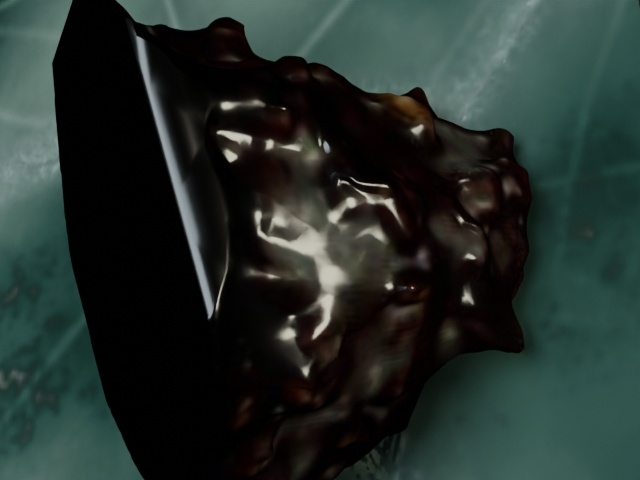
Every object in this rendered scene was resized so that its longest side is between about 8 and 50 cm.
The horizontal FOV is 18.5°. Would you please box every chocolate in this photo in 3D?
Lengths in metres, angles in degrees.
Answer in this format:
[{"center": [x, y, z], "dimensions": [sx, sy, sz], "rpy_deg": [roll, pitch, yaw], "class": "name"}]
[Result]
[{"center": [0.000, 0.000, 0.834], "dimensions": [0.177, 0.206, 0.224], "rpy_deg": [-10, 74, -19], "class": "chocolate"}]

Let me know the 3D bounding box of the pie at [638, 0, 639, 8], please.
[{"center": [0.240, -0.150, 0.753], "dimensions": [0.273, 0.069, 0.273], "rpy_deg": [-9, 71, 27], "class": "pie"}]
